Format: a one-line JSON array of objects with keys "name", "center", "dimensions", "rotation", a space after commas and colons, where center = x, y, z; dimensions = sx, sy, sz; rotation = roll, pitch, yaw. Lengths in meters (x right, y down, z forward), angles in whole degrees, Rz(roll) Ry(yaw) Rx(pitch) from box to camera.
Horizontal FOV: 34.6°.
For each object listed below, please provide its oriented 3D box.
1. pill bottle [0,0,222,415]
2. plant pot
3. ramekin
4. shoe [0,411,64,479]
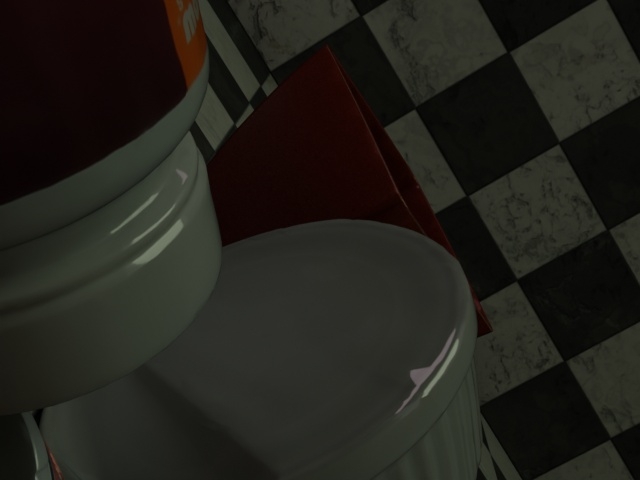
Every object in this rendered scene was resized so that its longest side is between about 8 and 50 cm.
[{"name": "pill bottle", "center": [-0.171, -0.130, 0.416], "dimensions": [0.224, 0.224, 0.392], "rotation": [-107, -176, -54]}, {"name": "plant pot", "center": [0.000, 0.000, 1.139], "dimensions": [0.267, 0.235, 0.267], "rotation": [51, 13, -47]}, {"name": "ramekin", "center": [-0.025, 0.112, 0.640], "dimensions": [0.273, 0.272, 0.127], "rotation": [-102, 173, -61]}, {"name": "shoe", "center": [-0.136, 0.156, 0.507], "dimensions": [0.178, 0.063, 0.081], "rotation": [69, 11, 18]}]
